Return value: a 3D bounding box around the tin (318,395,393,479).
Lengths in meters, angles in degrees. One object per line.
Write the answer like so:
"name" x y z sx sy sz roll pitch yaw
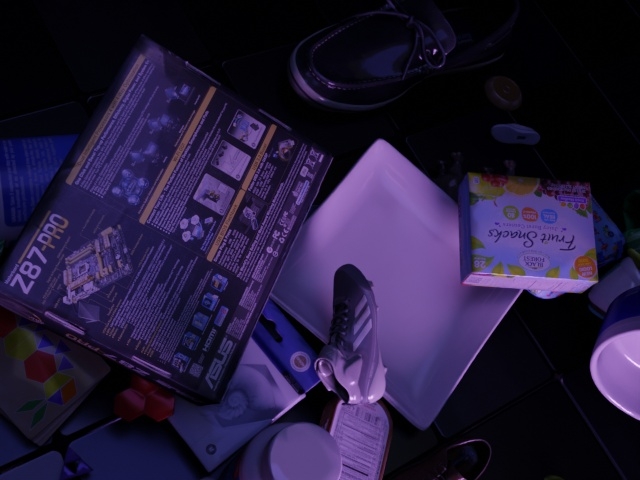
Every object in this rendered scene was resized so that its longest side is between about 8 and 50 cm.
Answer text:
"tin" 0.043 0.300 1.220 0.106 0.040 0.189 25 54 -10

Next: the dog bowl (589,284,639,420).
"dog bowl" 0.569 0.188 1.348 0.265 0.265 0.104 33 54 -1

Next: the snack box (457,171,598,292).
"snack box" 0.329 -0.012 1.372 0.207 0.070 0.174 5 69 -6

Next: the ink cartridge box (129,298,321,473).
"ink cartridge box" -0.135 0.167 1.197 0.224 0.045 0.223 -39 81 -17

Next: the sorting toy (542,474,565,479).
"sorting toy" 0.350 0.392 1.289 0.102 0.042 0.061 -26 74 -30

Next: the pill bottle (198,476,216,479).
"pill bottle" -0.113 0.457 1.004 0.176 0.176 0.318 -29 76 -30

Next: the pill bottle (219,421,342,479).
"pill bottle" -0.051 0.301 1.083 0.124 0.221 0.124 9 60 -16

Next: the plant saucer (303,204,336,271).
"plant saucer" 0.000 0.000 1.383 0.119 0.021 0.119 9 60 -16

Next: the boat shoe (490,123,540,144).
"boat shoe" 0.366 -0.206 1.626 0.100 0.035 0.035 4 34 -14

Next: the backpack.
"backpack" 0.409 0.010 1.475 0.173 0.117 0.158 -22 72 -26

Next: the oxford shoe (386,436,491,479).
"oxford shoe" 0.155 0.345 1.212 0.227 0.096 0.083 -35 81 -30

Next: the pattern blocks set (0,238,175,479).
"pattern blocks set" -0.377 0.158 1.117 0.285 0.026 0.325 -33 87 -16

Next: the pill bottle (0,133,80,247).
"pill bottle" -0.403 -0.069 1.194 0.272 0.152 0.152 -6 66 -24

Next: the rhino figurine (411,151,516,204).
"rhino figurine" 0.227 -0.094 1.488 0.243 0.073 0.106 5 69 -14

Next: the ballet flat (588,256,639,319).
"ballet flat" 0.655 0.153 1.461 0.400 0.139 0.139 28 57 -2

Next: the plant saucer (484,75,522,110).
"plant saucer" 0.361 -0.292 1.678 0.083 0.015 0.083 9 61 -16

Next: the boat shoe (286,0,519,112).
"boat shoe" 0.162 -0.367 1.564 0.500 0.156 0.187 -20 73 -27

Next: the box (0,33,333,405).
"box" -0.197 -0.025 1.137 0.318 0.097 0.395 31 67 -18

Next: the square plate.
"square plate" 0.121 0.061 1.355 0.344 0.049 0.347 41 63 0

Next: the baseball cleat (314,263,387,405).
"baseball cleat" 0.037 0.132 1.223 0.109 0.072 0.206 -2 70 -39

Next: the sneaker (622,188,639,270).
"sneaker" 0.645 -0.072 1.608 0.123 0.109 0.295 39 57 -1
